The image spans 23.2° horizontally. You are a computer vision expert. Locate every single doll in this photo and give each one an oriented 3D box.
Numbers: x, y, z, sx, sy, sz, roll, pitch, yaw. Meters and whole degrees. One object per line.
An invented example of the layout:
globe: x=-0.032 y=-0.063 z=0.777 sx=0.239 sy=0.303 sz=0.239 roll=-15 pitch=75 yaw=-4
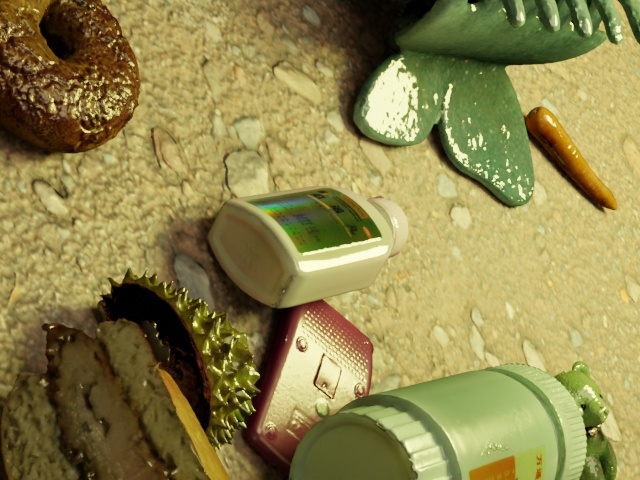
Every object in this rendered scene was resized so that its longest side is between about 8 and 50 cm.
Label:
doll: x=0.305 y=0.216 z=1.770 sx=0.115 sy=0.077 sz=0.150 roll=-37 pitch=110 yaw=-41

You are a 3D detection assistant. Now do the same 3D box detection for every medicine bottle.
medicine bottle: x=0.000 y=0.000 z=1.517 sx=0.115 sy=0.078 sz=0.219 roll=42 pitch=31 yaw=26
medicine bottle: x=0.115 y=0.209 z=1.462 sx=0.318 sy=0.158 sz=0.158 roll=-3 pitch=72 yaw=-56

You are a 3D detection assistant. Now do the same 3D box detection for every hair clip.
hair clip: x=0.185 y=-0.267 z=1.765 sx=0.318 sy=0.238 sz=0.392 roll=4 pitch=68 yaw=-45

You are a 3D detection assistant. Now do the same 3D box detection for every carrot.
carrot: x=0.323 y=-0.098 z=1.990 sx=0.190 sy=0.037 sz=0.037 roll=48 pitch=41 yaw=-25

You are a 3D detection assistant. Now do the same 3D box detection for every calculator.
calculator: x=-0.004 y=0.142 z=1.486 sx=0.126 sy=0.034 sz=0.190 roll=41 pitch=45 yaw=-29

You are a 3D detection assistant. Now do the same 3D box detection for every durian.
durian: x=-0.097 y=0.096 z=1.335 sx=0.108 sy=0.119 sz=0.186 roll=-24 pitch=87 yaw=-48

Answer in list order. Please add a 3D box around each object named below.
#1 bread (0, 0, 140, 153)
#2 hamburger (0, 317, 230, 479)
bread: x=-0.235 y=-0.161 z=1.366 sx=0.193 sy=0.064 sz=0.193 roll=28 pitch=48 yaw=-35
hamburger: x=-0.127 y=0.219 z=1.192 sx=0.245 sy=0.155 sz=0.282 roll=61 pitch=0 yaw=-41
